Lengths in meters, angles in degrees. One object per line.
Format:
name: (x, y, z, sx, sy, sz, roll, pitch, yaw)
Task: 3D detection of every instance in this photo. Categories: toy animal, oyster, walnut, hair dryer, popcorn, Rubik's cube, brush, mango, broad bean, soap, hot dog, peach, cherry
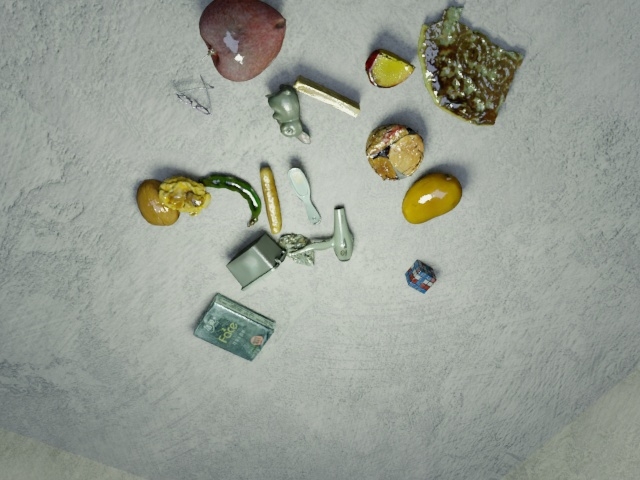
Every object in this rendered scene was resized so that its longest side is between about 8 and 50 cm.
toy animal: (-0.112, -0.442, 1.716, 0.108, 0.138, 0.237, -31, 115, -21)
oyster: (-0.095, 0.042, 2.013, 0.177, 0.064, 0.125, 17, 121, -7)
walnut: (-0.668, -0.136, 1.903, 0.167, 0.087, 0.211, -18, 117, 14)
hair dryer: (0.019, -0.033, 1.944, 0.266, 0.092, 0.229, 7, 105, -15)
popcorn: (-0.524, -0.178, 1.852, 0.194, 0.163, 0.141, 11, 78, 6)
Rubik's cube: (0.435, 0.158, 2.054, 0.092, 0.092, 0.092, 28, 116, -15)
brush: (-0.062, -0.185, 1.897, 0.068, 0.060, 0.297, -15, 131, 9)
mango: (0.428, -0.168, 1.853, 0.254, 0.139, 0.176, -28, 112, 21)
broad bean: (-0.342, -0.182, 1.897, 0.144, 0.049, 0.292, -40, 112, 21)
soap: (0.024, -0.517, 1.690, 0.251, 0.092, 0.037, 22, 118, -12)
hot dog: (-0.197, -0.158, 1.892, 0.061, 0.088, 0.286, -9, 121, -1)
peach: (0.236, -0.603, 1.645, 0.172, 0.092, 0.127, -9, 124, -8)
cherry: (-0.256, -0.667, 1.543, 0.307, 0.221, 0.261, -25, 125, -2)

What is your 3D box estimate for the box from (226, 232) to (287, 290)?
box: (-0.271, 0.085, 1.969, 0.243, 0.163, 0.135, -34, 104, 33)

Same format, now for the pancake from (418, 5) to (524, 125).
pancake: (0.506, -0.607, 1.669, 0.426, 0.067, 0.305, 30, 107, -14)

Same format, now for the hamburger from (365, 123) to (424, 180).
hamburger: (0.283, -0.335, 1.783, 0.230, 0.107, 0.231, -2, 119, -4)

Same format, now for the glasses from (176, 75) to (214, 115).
glasses: (-0.435, -0.528, 1.703, 0.139, 0.063, 0.104, 30, 113, -16)

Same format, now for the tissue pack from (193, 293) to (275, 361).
tissue pack: (-0.397, 0.406, 2.185, 0.315, 0.103, 0.228, 29, 113, -15)
